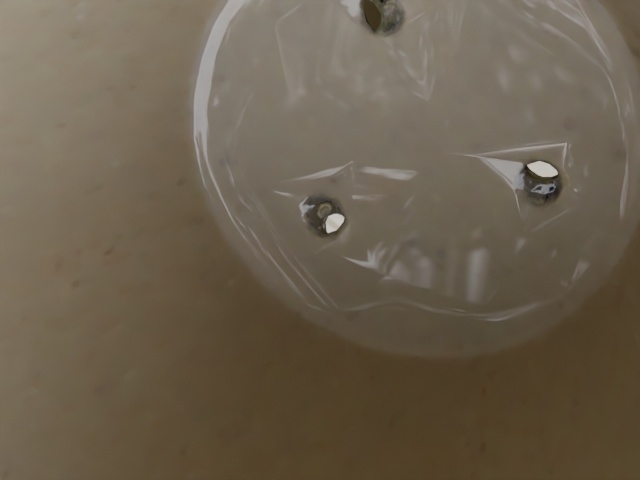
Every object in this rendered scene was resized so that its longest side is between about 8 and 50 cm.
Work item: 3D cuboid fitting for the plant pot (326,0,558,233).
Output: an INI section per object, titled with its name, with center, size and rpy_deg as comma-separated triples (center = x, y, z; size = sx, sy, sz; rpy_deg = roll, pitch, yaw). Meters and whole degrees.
[plant pot]
center = 0.129, -0.019, 0.803
size = 0.256, 0.274, 0.256
rpy_deg = -43, -171, 8

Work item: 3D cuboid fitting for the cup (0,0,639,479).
[cup]
center = 0.000, 0.000, 0.514
size = 0.331, 0.331, 0.237
rpy_deg = -21, -167, 26
